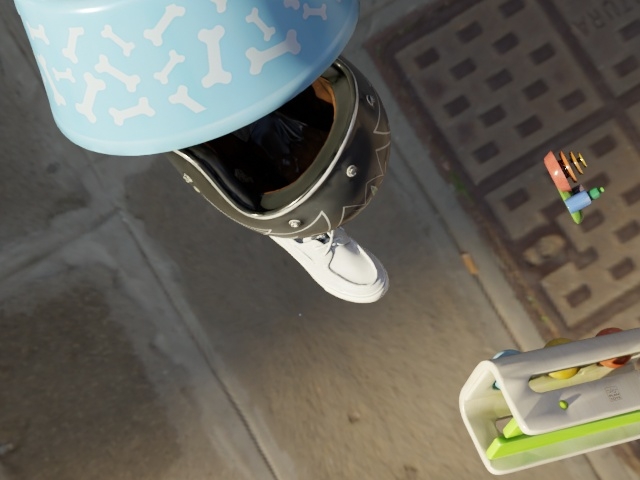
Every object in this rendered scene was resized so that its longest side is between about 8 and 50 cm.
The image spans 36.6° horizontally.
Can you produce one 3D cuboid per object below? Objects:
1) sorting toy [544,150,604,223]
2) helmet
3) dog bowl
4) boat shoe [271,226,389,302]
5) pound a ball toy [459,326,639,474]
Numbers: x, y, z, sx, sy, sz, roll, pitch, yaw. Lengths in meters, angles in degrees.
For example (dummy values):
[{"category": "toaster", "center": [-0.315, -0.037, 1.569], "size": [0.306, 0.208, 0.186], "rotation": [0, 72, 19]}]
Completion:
[{"category": "sorting toy", "center": [0.281, -0.060, 1.057], "size": [0.042, 0.102, 0.061], "rotation": [-27, 45, 13]}, {"category": "helmet", "center": [-0.027, -0.080, 0.754], "size": [0.161, 0.169, 0.169], "rotation": [31, 86, -6]}, {"category": "dog bowl", "center": [-0.095, -0.162, 0.515], "size": [0.165, 0.074, 0.297], "rotation": [-27, 43, -4]}, {"category": "boat shoe", "center": [0.000, 0.000, 1.094], "size": [0.066, 0.063, 0.184], "rotation": [-43, 66, -9]}, {"category": "pound a ball toy", "center": [0.352, 0.156, 1.195], "size": [0.319, 0.208, 0.136], "rotation": [-10, 56, -21]}]
